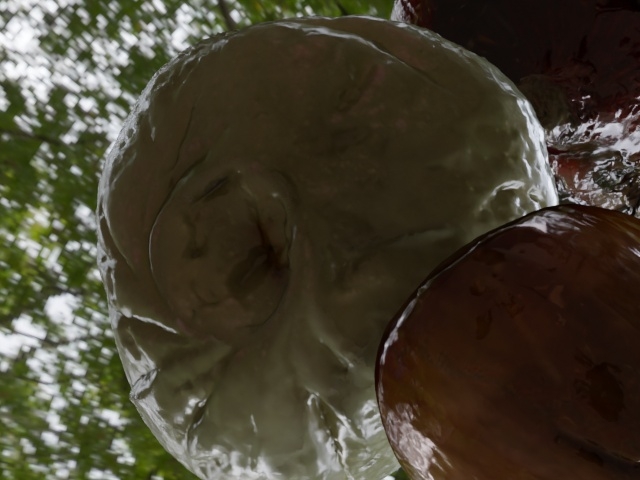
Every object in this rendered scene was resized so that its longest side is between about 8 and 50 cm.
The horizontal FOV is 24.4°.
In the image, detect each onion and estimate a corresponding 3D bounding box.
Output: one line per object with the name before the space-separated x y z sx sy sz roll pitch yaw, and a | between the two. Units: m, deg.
onion | 0.174 -0.109 1.003 0.272 0.272 0.195 1 -145 16

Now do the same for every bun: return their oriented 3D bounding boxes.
bun | 0.000 0.000 0.704 0.244 0.153 0.243 -1 -94 12

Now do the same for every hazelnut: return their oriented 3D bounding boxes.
hazelnut | 0.101 0.065 0.570 0.150 0.150 0.150 -4 -105 15
